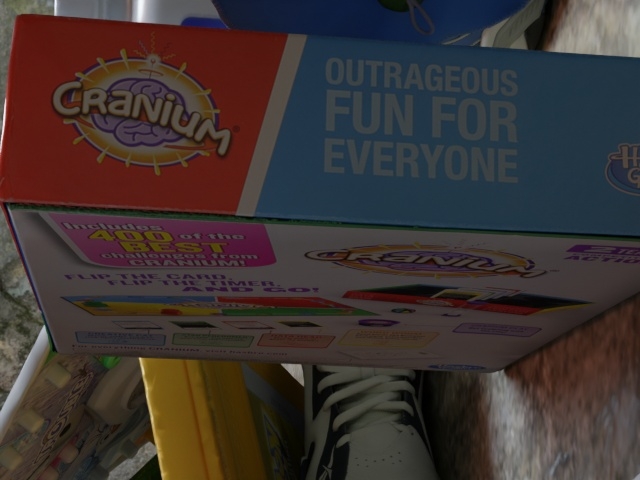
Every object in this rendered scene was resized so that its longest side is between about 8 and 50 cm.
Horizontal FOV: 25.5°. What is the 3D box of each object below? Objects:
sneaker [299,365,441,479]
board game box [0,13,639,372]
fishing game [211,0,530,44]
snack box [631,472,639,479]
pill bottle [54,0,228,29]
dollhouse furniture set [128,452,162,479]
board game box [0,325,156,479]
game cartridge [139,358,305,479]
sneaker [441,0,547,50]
[{"bbox_3d":[0.029,0.094,0.923,0.235,0.094,0.153,-69,-25,-80],"label":"sneaker"},{"bbox_3d":[0.000,0.000,0.600,0.316,0.242,0.064,122,150,-75],"label":"board game box"},{"bbox_3d":[0.042,-0.124,0.501,0.264,0.189,0.041,-52,47,31],"label":"fishing game"},{"bbox_3d":[0.116,0.170,0.471,0.064,0.022,0.178,105,166,-64],"label":"snack box"},{"bbox_3d":[-0.073,-0.191,1.136,0.152,0.272,0.152,-177,90,-83],"label":"pill bottle"},{"bbox_3d":[-0.031,0.315,1.109,0.301,0.151,0.197,48,178,38],"label":"dollhouse furniture set"},{"bbox_3d":[-0.127,0.102,1.116,0.390,0.050,0.390,-35,-19,-56],"label":"board game box"},{"bbox_3d":[-0.030,0.192,0.914,0.323,0.053,0.285,61,-167,-67],"label":"game cartridge"},{"bbox_3d":[0.077,-0.150,0.675,0.211,0.081,0.080,104,169,-51],"label":"sneaker"}]
